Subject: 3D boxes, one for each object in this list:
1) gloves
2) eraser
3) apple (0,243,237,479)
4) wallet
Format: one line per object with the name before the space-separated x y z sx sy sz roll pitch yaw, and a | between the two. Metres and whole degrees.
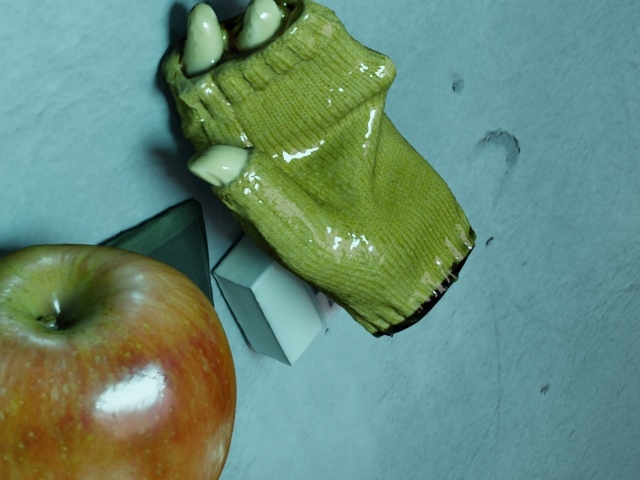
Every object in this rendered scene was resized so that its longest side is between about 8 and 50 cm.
gloves | -0.008 -0.065 1.509 0.203 0.155 0.356 -54 128 -25
eraser | 0.000 0.000 1.662 0.210 0.068 0.124 -50 141 -23
apple | -0.186 0.134 1.337 0.242 0.242 0.241 -34 136 -39
wallet | -0.144 0.098 1.541 0.168 0.052 0.245 -32 131 -45
